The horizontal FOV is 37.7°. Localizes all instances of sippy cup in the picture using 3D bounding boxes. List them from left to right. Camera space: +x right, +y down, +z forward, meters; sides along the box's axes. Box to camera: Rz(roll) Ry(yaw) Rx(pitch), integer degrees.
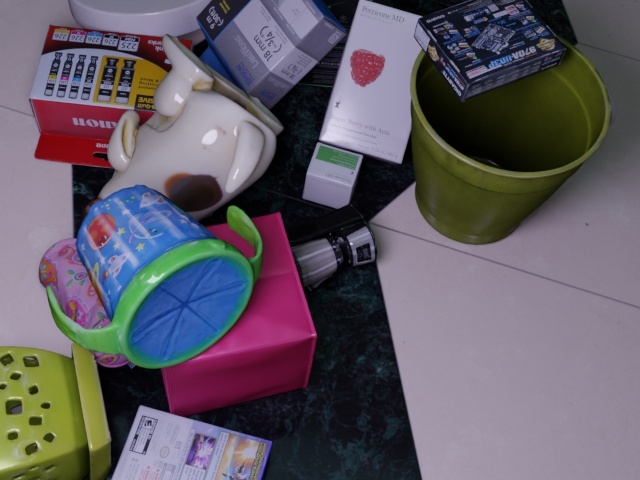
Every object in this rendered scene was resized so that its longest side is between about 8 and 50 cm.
[{"bbox_3d":[-0.258,0.040,1.456,0.305,0.240,0.224,8,32,-52],"label":"sippy cup"}]

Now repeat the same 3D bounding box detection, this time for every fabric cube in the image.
[{"bbox_3d":[-0.170,0.135,1.669,0.258,0.254,0.259,-12,62,-11],"label":"fabric cube"}]

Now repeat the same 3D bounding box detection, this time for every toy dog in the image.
[{"bbox_3d":[-0.263,-0.105,1.771,0.408,0.284,0.395,-50,46,11],"label":"toy dog"}]

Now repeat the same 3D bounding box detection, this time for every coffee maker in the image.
[{"bbox_3d":[0.000,0.000,1.844,0.178,0.120,0.171,-22,63,-18],"label":"coffee maker"}]

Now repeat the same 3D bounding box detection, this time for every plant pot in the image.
[{"bbox_3d":[-0.464,0.307,1.563,0.207,0.228,0.227,-9,60,-17],"label":"plant pot"},{"bbox_3d":[0.329,-0.175,1.842,0.366,0.353,0.367,2,58,-4],"label":"plant pot"}]

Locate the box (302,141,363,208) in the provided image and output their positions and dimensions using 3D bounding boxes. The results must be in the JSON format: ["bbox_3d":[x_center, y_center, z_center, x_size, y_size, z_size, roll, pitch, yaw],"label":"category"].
[{"bbox_3d":[0.024,-0.130,1.933,0.101,0.102,0.087,17,61,3],"label":"box"}]

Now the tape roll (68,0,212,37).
[{"bbox_3d":[-0.382,-0.585,2.126,0.392,0.072,0.392,-1,45,1],"label":"tape roll"}]

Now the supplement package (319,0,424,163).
[{"bbox_3d":[0.119,-0.320,1.930,0.177,0.175,0.293,16,94,0],"label":"supplement package"}]

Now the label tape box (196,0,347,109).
[{"bbox_3d":[-0.142,-0.414,1.974,0.333,0.106,0.241,-43,64,18],"label":"label tape box"}]

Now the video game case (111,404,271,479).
[{"bbox_3d":[-0.235,0.441,1.592,0.244,0.061,0.270,14,59,5],"label":"video game case"}]

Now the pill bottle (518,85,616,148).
[{"bbox_3d":[0.518,-0.250,2.034,0.229,0.131,0.131,-32,67,-21],"label":"pill bottle"}]

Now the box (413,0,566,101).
[{"bbox_3d":[0.309,-0.364,1.717,0.220,0.051,0.175,-23,64,-18],"label":"box"}]

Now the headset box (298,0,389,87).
[{"bbox_3d":[0.030,-0.498,2.136,0.246,0.131,0.283,4,59,-3],"label":"headset box"}]

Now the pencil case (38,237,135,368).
[{"bbox_3d":[-0.409,0.110,1.692,0.124,0.124,0.284,-29,43,-20],"label":"pencil case"}]

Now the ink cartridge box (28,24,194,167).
[{"bbox_3d":[-0.435,-0.296,1.974,0.309,0.130,0.272,5,60,-2],"label":"ink cartridge box"}]
